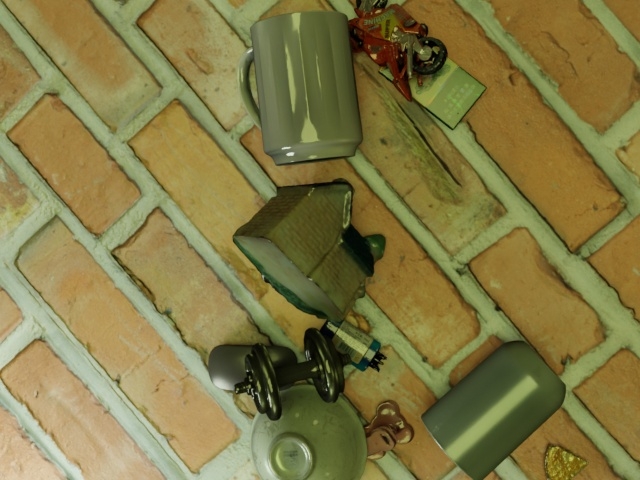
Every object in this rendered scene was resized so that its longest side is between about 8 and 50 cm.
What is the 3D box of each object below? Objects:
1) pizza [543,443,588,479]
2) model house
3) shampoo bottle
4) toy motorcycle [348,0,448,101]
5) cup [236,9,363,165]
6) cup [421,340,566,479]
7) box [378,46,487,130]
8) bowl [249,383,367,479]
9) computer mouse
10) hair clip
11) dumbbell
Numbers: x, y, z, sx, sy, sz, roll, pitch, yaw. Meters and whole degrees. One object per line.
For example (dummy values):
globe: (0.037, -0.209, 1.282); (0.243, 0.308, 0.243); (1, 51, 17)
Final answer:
pizza: (0.608, 0.560, 1.927); (0.108, 0.026, 0.123); (-6, 91, 4)
model house: (0.001, 0.000, 1.872); (0.284, 0.243, 0.298); (-50, 115, -18)
shampoo bottle: (0.082, 0.263, 1.951); (0.183, 0.050, 0.087); (33, 98, 3)
toy motorcycle: (0.165, -0.476, 1.846); (0.171, 0.089, 0.298); (-44, 69, 11)
cup: (-0.065, -0.346, 1.852); (0.322, 0.236, 0.327); (-3, 95, 37)
cup: (0.417, 0.396, 1.847); (0.312, 0.205, 0.205); (-43, 89, 6)
box: (0.271, -0.390, 1.896); (0.235, 0.034, 0.132); (39, 97, 3)
bowl: (-0.051, 0.519, 1.906); (0.313, 0.146, 0.314); (0, 90, 16)
computer mouse: (-0.174, 0.324, 1.979); (0.232, 0.057, 0.120); (2, 94, 6)
hair clip: (0.154, 0.488, 1.970); (0.123, 0.102, 0.138); (51, 129, 3)
dumbbell: (-0.064, 0.318, 1.858); (0.289, 0.192, 0.192); (-13, 92, -15)
